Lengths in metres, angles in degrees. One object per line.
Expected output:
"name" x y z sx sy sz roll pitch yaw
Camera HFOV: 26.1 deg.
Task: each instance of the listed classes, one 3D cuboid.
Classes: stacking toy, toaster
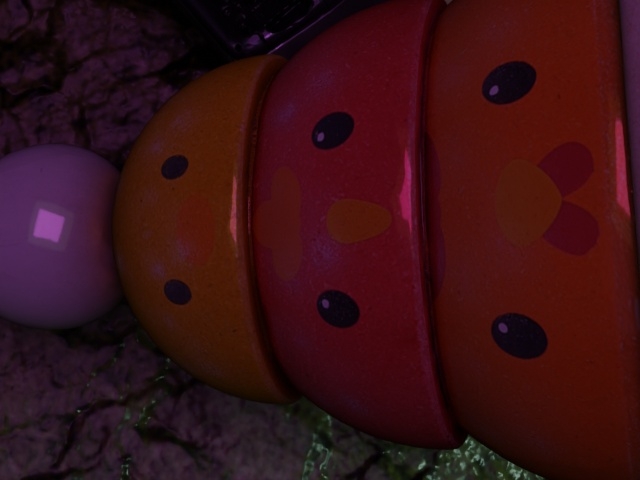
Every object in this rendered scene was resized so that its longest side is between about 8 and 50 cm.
"stacking toy" 0.000 0.000 0.824 0.479 0.350 0.351 -5 76 13
"toaster" -0.021 -0.199 0.911 0.168 0.110 0.186 -40 72 -2

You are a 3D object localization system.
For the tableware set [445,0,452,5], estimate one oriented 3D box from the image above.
"tableware set" 0.070 -0.232 0.991 0.141 0.020 0.169 19 75 1
